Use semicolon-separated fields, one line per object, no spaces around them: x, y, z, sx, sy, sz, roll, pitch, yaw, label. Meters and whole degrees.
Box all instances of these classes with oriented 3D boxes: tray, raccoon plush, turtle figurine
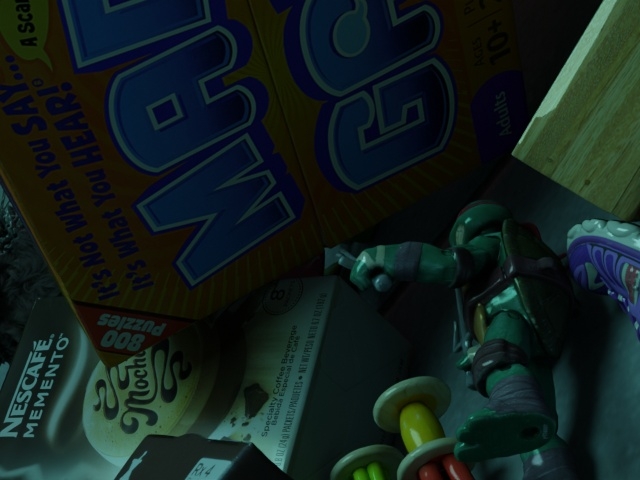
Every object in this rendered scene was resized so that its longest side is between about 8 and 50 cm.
0.252;-0.200;0.784;0.411;0.076;0.203;-61;-14;10;tray
-0.403;0.038;1.729;0.299;0.446;0.216;-2;76;52;raccoon plush
0.096;0.048;0.899;0.118;0.175;0.234;-34;39;20;turtle figurine

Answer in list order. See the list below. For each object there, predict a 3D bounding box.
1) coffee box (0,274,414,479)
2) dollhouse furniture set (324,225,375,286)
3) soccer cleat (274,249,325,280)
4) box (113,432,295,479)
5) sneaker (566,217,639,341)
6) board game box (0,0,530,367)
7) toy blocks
-0.099;0.132;1.122;0.297;0.119;0.168;-6;56;34;coffee box
0.000;0.000;1.292;0.076;0.058;0.152;-20;47;62;dollhouse furniture set
-0.063;0.090;1.273;0.095;0.083;0.248;-131;57;-72;soccer cleat
-0.047;0.239;0.875;0.167;0.203;0.168;-54;16;-19;box
0.181;0.031;0.820;0.071;0.068;0.170;-69;21;0;sneaker
-0.112;-0.211;1.059;0.356;0.356;0.356;-28;47;-10;board game box
0.064;0.178;0.936;0.123;0.054;0.148;-61;35;36;toy blocks
